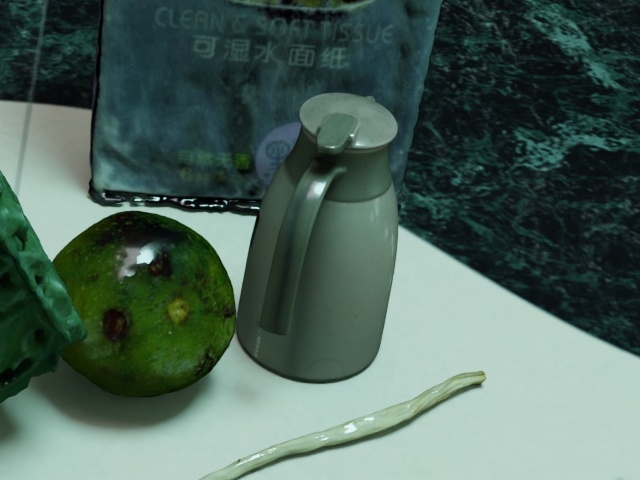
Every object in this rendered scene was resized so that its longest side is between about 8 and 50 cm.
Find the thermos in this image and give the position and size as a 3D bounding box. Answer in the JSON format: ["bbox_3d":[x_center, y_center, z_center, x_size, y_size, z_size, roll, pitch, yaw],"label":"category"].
[{"bbox_3d":[0.000,0.000,0.988,0.105,0.193,0.137,22,38,14],"label":"thermos"}]

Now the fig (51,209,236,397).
[{"bbox_3d":[-0.133,0.043,0.989,0.123,0.123,0.156,-17,6,-32],"label":"fig"}]

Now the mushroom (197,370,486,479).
[{"bbox_3d":[0.002,0.130,0.960,0.286,0.026,0.028,-19,61,-37],"label":"mushroom"}]

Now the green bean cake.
[{"bbox_3d":[-0.254,0.038,0.840,0.208,0.193,0.107,-32,57,-9],"label":"green bean cake"}]

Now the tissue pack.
[{"bbox_3d":[-0.037,-0.196,1.104,0.259,0.361,0.122,3,36,-11],"label":"tissue pack"}]
